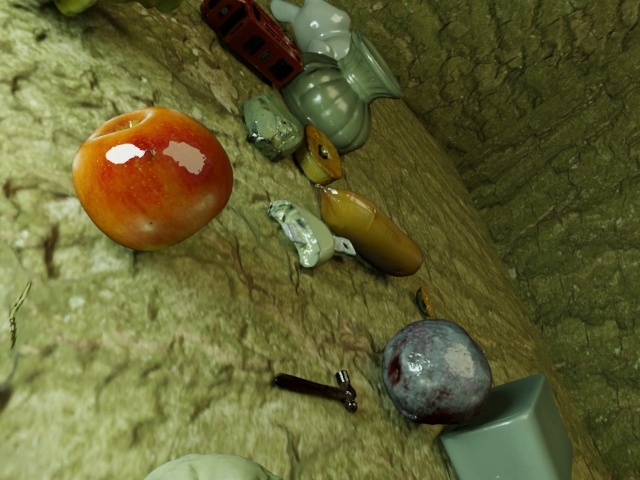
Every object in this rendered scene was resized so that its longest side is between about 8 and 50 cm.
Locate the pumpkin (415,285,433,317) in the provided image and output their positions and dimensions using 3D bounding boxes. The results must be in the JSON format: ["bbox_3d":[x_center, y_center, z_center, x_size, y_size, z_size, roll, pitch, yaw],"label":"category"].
[{"bbox_3d":[0.257,0.158,1.277,0.050,0.028,0.083,-9,76,-67],"label":"pumpkin"}]

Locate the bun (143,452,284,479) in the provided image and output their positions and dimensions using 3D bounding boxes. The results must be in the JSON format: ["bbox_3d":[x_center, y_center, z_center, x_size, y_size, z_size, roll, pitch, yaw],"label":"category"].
[{"bbox_3d":[-0.072,0.266,0.381,0.209,0.116,0.237,54,24,-8],"label":"bun"}]

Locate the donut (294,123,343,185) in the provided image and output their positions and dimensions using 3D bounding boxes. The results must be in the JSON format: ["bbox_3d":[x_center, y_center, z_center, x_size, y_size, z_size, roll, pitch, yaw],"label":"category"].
[{"bbox_3d":[-0.009,-0.192,1.171,0.152,0.058,0.151,43,28,-29],"label":"donut"}]

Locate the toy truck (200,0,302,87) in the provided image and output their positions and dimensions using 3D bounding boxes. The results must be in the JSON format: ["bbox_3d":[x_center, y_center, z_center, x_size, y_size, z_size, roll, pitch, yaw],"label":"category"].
[{"bbox_3d":[-0.156,-0.479,1.191,0.253,0.108,0.114,30,34,-47],"label":"toy truck"}]

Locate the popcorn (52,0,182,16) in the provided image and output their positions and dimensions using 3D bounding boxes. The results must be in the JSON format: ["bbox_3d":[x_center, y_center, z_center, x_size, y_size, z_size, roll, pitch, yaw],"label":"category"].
[{"bbox_3d":[-0.307,-0.441,0.652,0.275,0.279,0.335,31,41,-10],"label":"popcorn"}]

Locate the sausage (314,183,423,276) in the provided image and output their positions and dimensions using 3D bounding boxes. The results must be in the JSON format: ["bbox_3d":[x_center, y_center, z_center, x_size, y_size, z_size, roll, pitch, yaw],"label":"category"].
[{"bbox_3d":[0.104,-0.021,1.103,0.328,0.112,0.112,38,29,-37],"label":"sausage"}]

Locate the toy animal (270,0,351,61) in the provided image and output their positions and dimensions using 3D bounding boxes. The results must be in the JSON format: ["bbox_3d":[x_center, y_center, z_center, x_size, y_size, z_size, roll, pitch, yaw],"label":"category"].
[{"bbox_3d":[-0.006,-0.664,1.621,0.241,0.196,0.367,-4,65,-62],"label":"toy animal"}]

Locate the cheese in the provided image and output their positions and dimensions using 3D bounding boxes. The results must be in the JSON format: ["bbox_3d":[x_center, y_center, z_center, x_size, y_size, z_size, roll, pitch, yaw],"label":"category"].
[{"bbox_3d":[0.001,-0.001,0.952,0.235,0.050,0.127,16,43,-59],"label":"cheese"}]

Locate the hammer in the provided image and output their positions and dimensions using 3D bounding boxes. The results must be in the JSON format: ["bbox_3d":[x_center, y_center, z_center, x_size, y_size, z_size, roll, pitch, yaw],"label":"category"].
[{"bbox_3d":[-0.008,0.204,0.714,0.178,0.021,0.065,27,36,-45],"label":"hammer"}]

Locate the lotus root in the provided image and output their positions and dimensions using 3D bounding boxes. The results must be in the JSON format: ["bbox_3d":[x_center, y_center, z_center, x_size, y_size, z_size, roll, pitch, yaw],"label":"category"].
[{"bbox_3d":[-0.092,-0.227,1.038,0.143,0.070,0.144,43,27,-28],"label":"lotus root"}]

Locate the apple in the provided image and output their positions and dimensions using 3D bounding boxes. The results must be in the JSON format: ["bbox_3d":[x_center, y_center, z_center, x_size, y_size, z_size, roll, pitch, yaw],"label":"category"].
[{"bbox_3d":[-0.181,-0.071,0.553,0.139,0.164,0.163,58,20,-27],"label":"apple"}]

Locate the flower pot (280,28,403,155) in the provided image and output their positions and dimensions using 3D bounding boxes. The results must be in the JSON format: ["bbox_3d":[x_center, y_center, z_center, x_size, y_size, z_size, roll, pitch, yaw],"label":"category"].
[{"bbox_3d":[0.069,-0.403,1.365,0.307,0.244,0.307,44,26,-29],"label":"flower pot"}]

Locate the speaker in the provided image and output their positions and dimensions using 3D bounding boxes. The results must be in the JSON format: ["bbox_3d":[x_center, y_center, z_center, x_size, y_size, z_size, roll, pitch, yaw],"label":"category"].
[{"bbox_3d":[0.399,0.415,1.038,0.406,0.183,0.184,6,60,-62],"label":"speaker"}]

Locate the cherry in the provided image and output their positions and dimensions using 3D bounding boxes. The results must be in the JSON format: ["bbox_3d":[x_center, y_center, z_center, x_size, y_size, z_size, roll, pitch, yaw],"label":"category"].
[{"bbox_3d":[0.197,0.226,0.892,0.195,0.195,0.195,44,26,-28],"label":"cherry"}]
